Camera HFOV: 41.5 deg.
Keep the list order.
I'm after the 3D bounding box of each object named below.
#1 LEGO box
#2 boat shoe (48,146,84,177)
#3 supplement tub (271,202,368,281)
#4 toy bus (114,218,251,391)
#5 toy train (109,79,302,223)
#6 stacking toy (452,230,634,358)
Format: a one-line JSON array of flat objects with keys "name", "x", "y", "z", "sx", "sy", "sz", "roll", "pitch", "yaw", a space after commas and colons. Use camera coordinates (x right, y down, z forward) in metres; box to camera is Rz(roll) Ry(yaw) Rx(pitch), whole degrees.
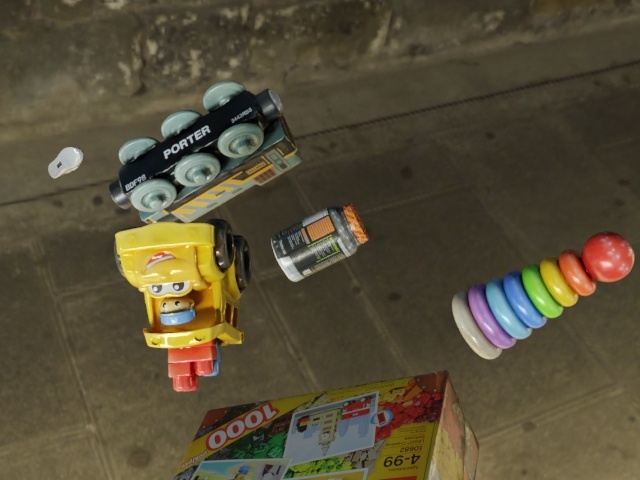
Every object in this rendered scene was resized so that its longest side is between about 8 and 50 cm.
[{"name": "LEGO box", "x": -0.009, "y": 0.446, "z": 1.430, "sx": 0.500, "sy": 0.193, "sz": 0.372, "roll": -14, "pitch": 27, "yaw": 24}, {"name": "boat shoe", "x": -0.425, "y": -0.135, "z": 1.438, "sx": 0.035, "sy": 0.100, "sz": 0.035, "roll": -29, "pitch": 90, "yaw": -48}, {"name": "supplement tub", "x": 0.000, "y": 0.000, "z": 1.816, "sx": 0.190, "sy": 0.117, "sz": 0.117, "roll": -26, "pitch": 53, "yaw": 8}, {"name": "toy bus", "x": -0.177, "y": 0.089, "z": 1.109, "sx": 0.149, "sy": 0.220, "sz": 0.211, "roll": -4, "pitch": 76, "yaw": 6}, {"name": "toy train", "x": -0.191, "y": -0.133, "z": 1.441, "sx": 0.334, "sy": 0.190, "sz": 0.142, "roll": -30, "pitch": 58, "yaw": 12}, {"name": "stacking toy", "x": 0.407, "y": 0.084, "z": 1.531, "sx": 0.141, "sy": 0.330, "sz": 0.141, "roll": 41, "pitch": 29, "yaw": -29}]
